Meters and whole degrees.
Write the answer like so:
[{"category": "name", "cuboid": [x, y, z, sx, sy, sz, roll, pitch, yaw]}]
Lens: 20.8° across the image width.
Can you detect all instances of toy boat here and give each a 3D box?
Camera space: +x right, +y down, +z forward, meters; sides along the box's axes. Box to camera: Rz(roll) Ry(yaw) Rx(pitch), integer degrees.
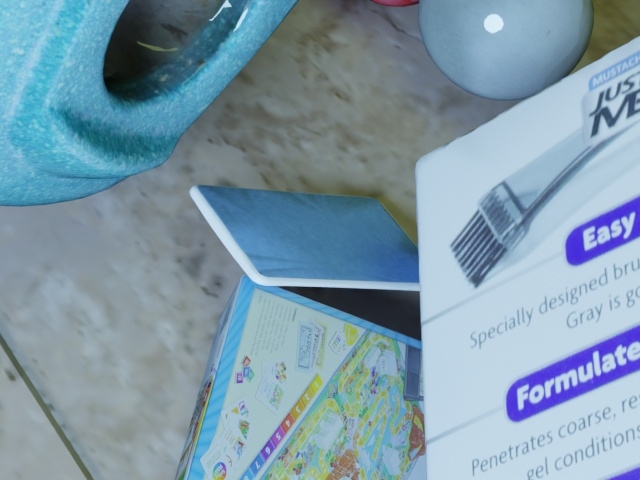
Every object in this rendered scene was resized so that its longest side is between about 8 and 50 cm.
[{"category": "toy boat", "cuboid": [-0.010, -0.114, 0.570, 0.148, 0.267, 0.318, 41, 17, 19]}]

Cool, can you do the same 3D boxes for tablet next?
[{"category": "tablet", "cuboid": [0.000, 0.000, 0.597, 0.083, 0.006, 0.054, 3, 35, -38]}]

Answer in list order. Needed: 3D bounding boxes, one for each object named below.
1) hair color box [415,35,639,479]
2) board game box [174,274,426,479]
[{"category": "hair color box", "cuboid": [0.128, 0.093, 0.456, 0.110, 0.185, 0.339, 31, 45, -37]}, {"category": "board game box", "cuboid": [0.004, 0.092, 0.531, 0.103, 0.026, 0.154, 21, 48, -8]}]
